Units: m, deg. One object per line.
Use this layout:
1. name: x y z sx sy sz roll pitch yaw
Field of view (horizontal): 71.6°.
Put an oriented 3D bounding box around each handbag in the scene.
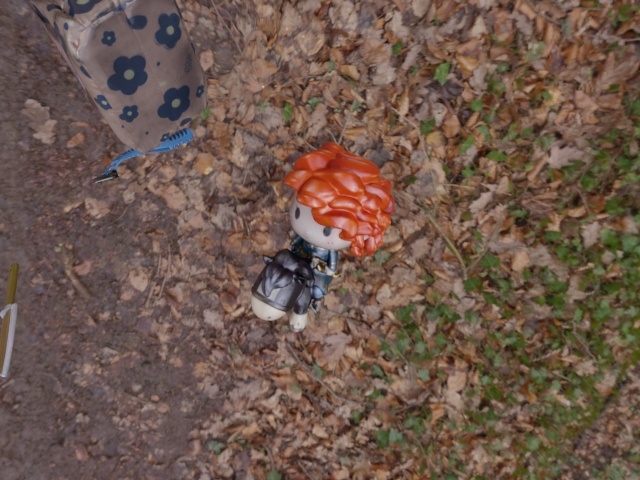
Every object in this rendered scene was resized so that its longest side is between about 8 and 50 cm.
1. handbag: -0.321 -0.302 0.720 0.193 0.252 0.190 36 69 21

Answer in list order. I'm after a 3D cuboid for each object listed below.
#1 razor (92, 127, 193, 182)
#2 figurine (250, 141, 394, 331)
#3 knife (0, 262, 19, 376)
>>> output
1. razor: -0.379 -0.196 0.979 0.081 0.253 0.042 -4 117 40
2. figurine: -0.008 0.008 0.949 0.412 0.241 0.306 -57 147 8
3. knife: -0.560 0.133 0.796 0.046 0.256 0.022 -41 139 19
